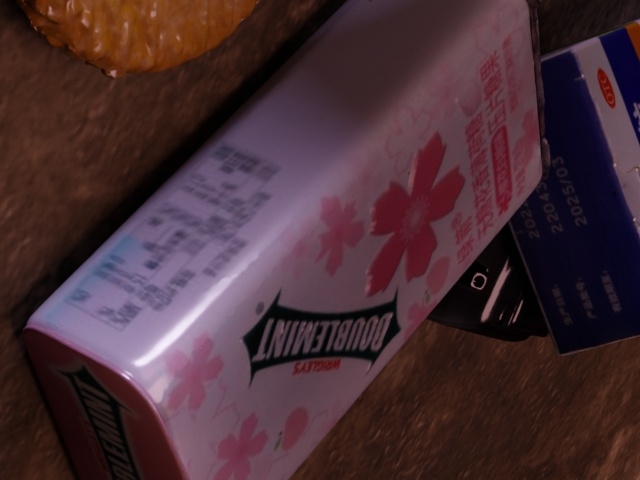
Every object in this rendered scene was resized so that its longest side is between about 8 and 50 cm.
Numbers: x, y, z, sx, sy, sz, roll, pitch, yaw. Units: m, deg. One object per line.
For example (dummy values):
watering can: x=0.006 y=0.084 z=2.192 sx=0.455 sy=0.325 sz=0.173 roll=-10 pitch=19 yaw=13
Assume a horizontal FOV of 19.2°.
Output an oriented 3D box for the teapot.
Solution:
teapot: x=0.131 y=0.032 z=1.356 sx=0.177 sy=0.096 sz=0.087 roll=17 pitch=98 yaw=-61

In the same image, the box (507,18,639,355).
box: x=0.249 y=-0.062 z=1.372 sx=0.299 sy=0.106 sz=0.200 roll=-25 pitch=95 yaw=-50

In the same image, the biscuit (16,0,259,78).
biscuit: x=-0.069 y=-0.201 z=0.924 sx=0.254 sy=0.035 sz=0.254 roll=-36 pitch=138 yaw=-40

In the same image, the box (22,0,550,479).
box: x=0.000 y=0.000 z=1.111 sx=0.369 sy=0.112 sz=0.190 roll=-47 pitch=147 yaw=-27
